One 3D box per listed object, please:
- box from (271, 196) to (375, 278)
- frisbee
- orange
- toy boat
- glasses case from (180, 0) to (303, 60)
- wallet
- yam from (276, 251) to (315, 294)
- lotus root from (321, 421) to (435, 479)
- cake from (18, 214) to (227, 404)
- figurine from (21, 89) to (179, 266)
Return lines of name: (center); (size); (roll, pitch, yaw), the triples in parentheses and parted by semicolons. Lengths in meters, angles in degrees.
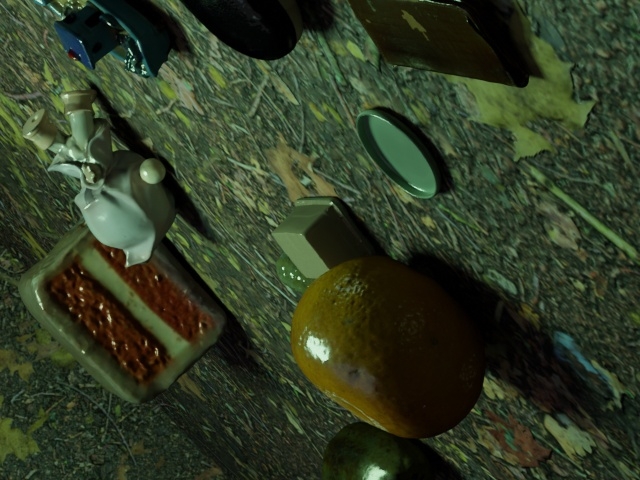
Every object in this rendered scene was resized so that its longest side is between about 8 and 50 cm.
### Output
box: (0.000, 0.000, 1.752); (0.089, 0.062, 0.122); (52, 162, -15)
frisbee: (0.077, -0.086, 1.458); (0.110, 0.014, 0.110); (42, 161, 18)
orange: (0.079, 0.116, 1.640); (0.224, 0.170, 0.224); (33, 173, 5)
toy boat: (-0.270, -0.254, 1.783); (0.223, 0.097, 0.100); (34, 155, 36)
glasses case: (-0.130, -0.293, 1.381); (0.314, 0.075, 0.122); (49, 157, -18)
wallet: (0.091, -0.171, 1.218); (0.095, 0.026, 0.176); (51, 165, -30)
yam: (0.001, 0.053, 1.885); (0.132, 0.054, 0.054); (28, 155, 45)
lotus root: (0.079, 0.337, 2.201); (0.123, 0.124, 0.241); (38, 166, -26)
cake: (-0.335, 0.108, 2.520); (0.309, 0.237, 0.230); (48, 166, -9)
figurine: (-0.314, -0.092, 2.185); (0.200, 0.133, 0.276); (-8, 126, 50)
